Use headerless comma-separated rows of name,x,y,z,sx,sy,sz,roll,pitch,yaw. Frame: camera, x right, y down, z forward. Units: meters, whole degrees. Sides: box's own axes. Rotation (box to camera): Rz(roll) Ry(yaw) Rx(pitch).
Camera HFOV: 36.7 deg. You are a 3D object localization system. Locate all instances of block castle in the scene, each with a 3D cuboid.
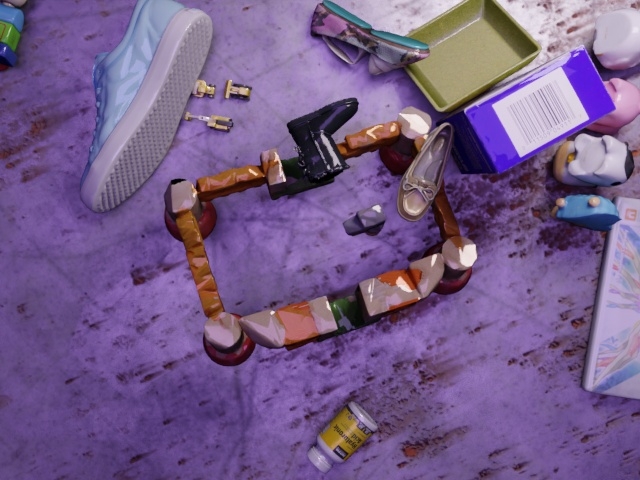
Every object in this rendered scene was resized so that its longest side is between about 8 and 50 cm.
block castle,0.000,0.000,1.520,0.453,0.213,0.303,-18,79,-5

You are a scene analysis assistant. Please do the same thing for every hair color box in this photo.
hair color box,0.291,-0.185,1.437,0.185,0.339,0.110,-29,92,2

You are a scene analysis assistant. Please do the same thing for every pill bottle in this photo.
pill bottle,0.034,0.328,1.595,0.065,0.065,0.116,44,93,0

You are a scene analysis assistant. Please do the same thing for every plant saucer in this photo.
plant saucer,0.232,-0.294,1.546,0.188,0.045,0.188,-31,50,1

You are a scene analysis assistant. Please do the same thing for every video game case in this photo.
video game case,0.607,0.111,1.592,0.300,0.036,0.329,9,92,1

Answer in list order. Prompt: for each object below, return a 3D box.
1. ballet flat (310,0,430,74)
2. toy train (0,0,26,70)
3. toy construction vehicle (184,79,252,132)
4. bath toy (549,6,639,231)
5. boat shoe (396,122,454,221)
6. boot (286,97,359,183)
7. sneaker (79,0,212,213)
ballet flat,0.075,-0.315,1.554,0.221,0.077,0.079,30,114,24
toy train,-0.605,-0.383,1.574,0.248,0.105,0.143,17,82,1
toy construction vehicle,-0.170,-0.227,1.597,0.098,0.035,0.085,13,92,1
bath toy,0.462,-0.193,1.544,0.129,0.151,0.348,15,89,-38
boat shoe,0.156,-0.100,1.410,0.056,0.048,0.153,28,79,4
boot,0.015,-0.145,1.418,0.121,0.045,0.099,-22,78,2
sneaker,-0.314,-0.226,1.569,0.150,0.135,0.366,29,91,20
